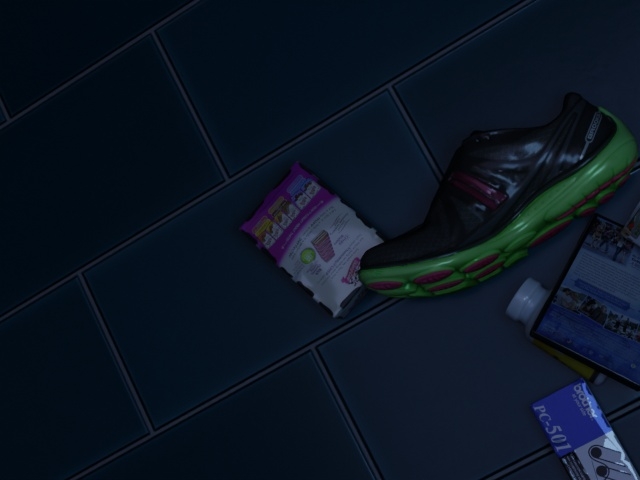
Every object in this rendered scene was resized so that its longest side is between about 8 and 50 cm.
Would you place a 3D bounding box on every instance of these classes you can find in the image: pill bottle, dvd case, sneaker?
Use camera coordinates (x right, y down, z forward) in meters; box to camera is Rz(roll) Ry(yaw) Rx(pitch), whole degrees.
[{"bbox_3d":[0.388,0.137,1.691,0.184,0.103,0.103,34,94,17],"label":"pill bottle"},{"bbox_3d":[0.452,0.088,1.651,0.180,0.022,0.253,27,61,14],"label":"dvd case"},{"bbox_3d":[0.266,-0.065,1.728,0.483,0.185,0.202,-31,69,1],"label":"sneaker"}]

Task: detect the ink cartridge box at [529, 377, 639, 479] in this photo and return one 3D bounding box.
[{"bbox_3d":[0.421,0.328,1.690,0.097,0.046,0.207,-30,76,10],"label":"ink cartridge box"}]

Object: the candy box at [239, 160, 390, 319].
[{"bbox_3d":[0.000,0.000,1.836,0.233,0.071,0.159,43,96,17],"label":"candy box"}]

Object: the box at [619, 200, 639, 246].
[{"bbox_3d":[0.546,-0.072,1.620,0.036,0.114,0.207,25,100,-26],"label":"box"}]
